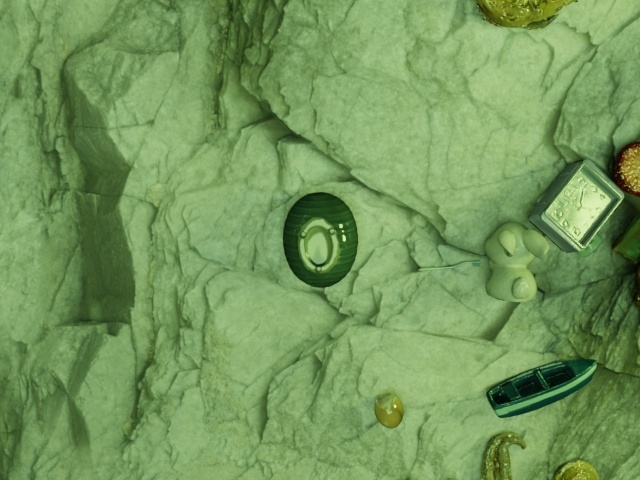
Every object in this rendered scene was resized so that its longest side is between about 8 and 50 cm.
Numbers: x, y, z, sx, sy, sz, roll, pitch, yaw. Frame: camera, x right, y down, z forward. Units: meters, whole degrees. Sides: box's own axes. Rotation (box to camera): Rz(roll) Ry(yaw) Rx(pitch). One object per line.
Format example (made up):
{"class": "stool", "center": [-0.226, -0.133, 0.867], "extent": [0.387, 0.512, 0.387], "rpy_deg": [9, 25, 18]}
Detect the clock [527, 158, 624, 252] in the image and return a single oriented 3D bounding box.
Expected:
{"class": "clock", "center": [0.621, -0.084, 1.637], "extent": [0.145, 0.073, 0.193], "rpy_deg": [40, 82, -6]}

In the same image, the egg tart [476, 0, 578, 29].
{"class": "egg tart", "center": [0.468, -0.627, 1.525], "extent": [0.297, 0.132, 0.297], "rpy_deg": [6, 112, 16]}

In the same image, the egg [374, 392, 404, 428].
{"class": "egg", "center": [0.189, 0.466, 1.826], "extent": [0.080, 0.080, 0.096], "rpy_deg": [-20, 109, 8]}

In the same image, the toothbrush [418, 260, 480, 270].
{"class": "toothbrush", "center": [0.336, 0.066, 1.753], "extent": [0.162, 0.014, 0.017], "rpy_deg": [-5, 85, 5]}

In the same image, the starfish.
{"class": "starfish", "center": [0.558, 0.758, 1.837], "extent": [0.324, 0.082, 0.432], "rpy_deg": [-42, 73, 16]}

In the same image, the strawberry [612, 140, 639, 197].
{"class": "strawberry", "center": [0.774, -0.171, 1.627], "extent": [0.145, 0.086, 0.145], "rpy_deg": [0, 99, -1]}

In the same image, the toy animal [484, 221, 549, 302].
{"class": "toy animal", "center": [0.477, 0.059, 1.658], "extent": [0.128, 0.178, 0.193], "rpy_deg": [4, 106, 0]}

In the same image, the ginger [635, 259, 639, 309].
{"class": "ginger", "center": [0.886, 0.067, 1.591], "extent": [0.274, 0.152, 0.357], "rpy_deg": [-30, 144, 5]}

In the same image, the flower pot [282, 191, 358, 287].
{"class": "flower pot", "center": [0.000, 0.000, 1.684], "extent": [0.189, 0.157, 0.243], "rpy_deg": [-3, 102, 6]}

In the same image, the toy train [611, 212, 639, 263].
{"class": "toy train", "center": [0.791, -0.030, 1.642], "extent": [0.072, 0.099, 0.188], "rpy_deg": [37, 119, 15]}

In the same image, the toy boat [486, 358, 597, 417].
{"class": "toy boat", "center": [0.591, 0.387, 1.778], "extent": [0.299, 0.096, 0.061], "rpy_deg": [-22, 112, 6]}

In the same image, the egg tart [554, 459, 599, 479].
{"class": "egg tart", "center": [0.714, 0.670, 1.862], "extent": [0.129, 0.049, 0.128], "rpy_deg": [0, 103, 2]}

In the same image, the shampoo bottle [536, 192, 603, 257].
{"class": "shampoo bottle", "center": [0.622, -0.043, 1.694], "extent": [0.191, 0.041, 0.069], "rpy_deg": [42, 105, -7]}
